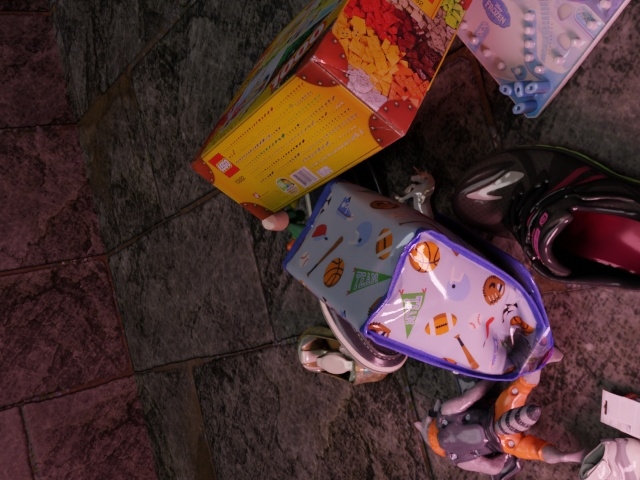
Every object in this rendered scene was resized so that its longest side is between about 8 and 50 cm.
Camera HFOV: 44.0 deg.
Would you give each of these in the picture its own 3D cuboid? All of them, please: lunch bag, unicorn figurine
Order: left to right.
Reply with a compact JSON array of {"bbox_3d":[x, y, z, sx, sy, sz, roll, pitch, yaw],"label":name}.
[{"bbox_3d":[0.199,-0.080,1.618,0.111,0.060,0.162,-5,111,53],"label":"unicorn figurine"},{"bbox_3d":[0.188,0.075,1.382,0.239,0.385,0.328,-59,30,5],"label":"lunch bag"}]

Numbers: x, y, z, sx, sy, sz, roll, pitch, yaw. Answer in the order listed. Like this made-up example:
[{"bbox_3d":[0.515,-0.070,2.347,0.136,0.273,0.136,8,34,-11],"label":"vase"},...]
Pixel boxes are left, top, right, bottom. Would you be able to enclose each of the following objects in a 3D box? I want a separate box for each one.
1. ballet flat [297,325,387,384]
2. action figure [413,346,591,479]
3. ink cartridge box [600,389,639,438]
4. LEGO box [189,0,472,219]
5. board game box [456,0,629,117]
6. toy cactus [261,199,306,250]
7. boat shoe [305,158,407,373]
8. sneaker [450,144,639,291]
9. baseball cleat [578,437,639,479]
[{"bbox_3d":[0.020,0.276,1.896,0.348,0.123,0.123,3,101,53],"label":"ballet flat"},{"bbox_3d":[0.303,0.301,1.477,0.330,0.178,0.341,-31,75,42],"label":"action figure"},{"bbox_3d":[0.518,0.287,1.300,0.115,0.029,0.063,17,113,51],"label":"ink cartridge box"},{"bbox_3d":[0.010,-0.293,1.457,0.193,0.372,0.500,37,150,-17],"label":"LEGO box"},{"bbox_3d":[0.339,-0.473,1.325,0.390,0.050,0.390,59,139,26],"label":"board game box"},{"bbox_3d":[-0.089,-0.046,1.773,0.112,0.180,0.219,-42,81,19],"label":"toy cactus"},{"bbox_3d":[0.087,0.035,1.689,0.156,0.187,0.500,-32,68,58],"label":"boat shoe"},{"bbox_3d":[0.381,-0.042,1.251,0.483,0.202,0.185,20,114,50],"label":"sneaker"},{"bbox_3d":[0.482,0.425,1.320,0.072,0.109,0.206,-81,-8,-84],"label":"baseball cleat"}]
